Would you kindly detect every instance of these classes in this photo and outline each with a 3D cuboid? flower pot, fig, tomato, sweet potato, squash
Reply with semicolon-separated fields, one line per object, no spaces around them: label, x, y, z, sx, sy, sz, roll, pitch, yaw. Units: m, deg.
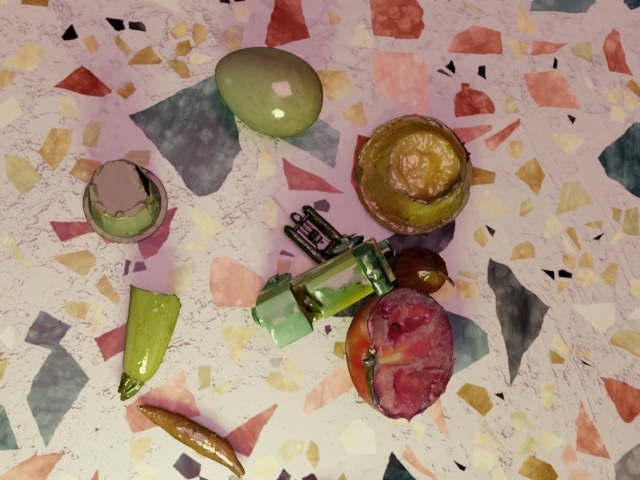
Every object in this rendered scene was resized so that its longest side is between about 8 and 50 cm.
flower pot;-0.475;-0.106;1.778;0.212;0.202;0.212;2;82;-15
fig;0.274;0.082;1.898;0.146;0.201;0.133;-21;93;-9
tomato;0.192;0.291;1.873;0.290;0.176;0.334;-2;82;-32
sweet potato;-0.311;0.479;1.796;0.314;0.066;0.072;34;109;-5
squash;-0.423;0.257;1.795;0.137;0.137;0.287;9;93;-10

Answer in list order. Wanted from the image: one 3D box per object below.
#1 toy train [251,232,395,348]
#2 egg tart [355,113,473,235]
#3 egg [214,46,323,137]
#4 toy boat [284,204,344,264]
toy train;0.012;0.117;1.785;0.397;0.253;0.160;-28;97;-1
egg tart;0.266;-0.188;1.968;0.345;0.132;0.345;2;80;-10
egg;-0.135;-0.387;1.869;0.295;0.218;0.218;26;78;2
toy boat;0.000;0.000;1.929;0.210;0.052;0.104;43;75;-3
